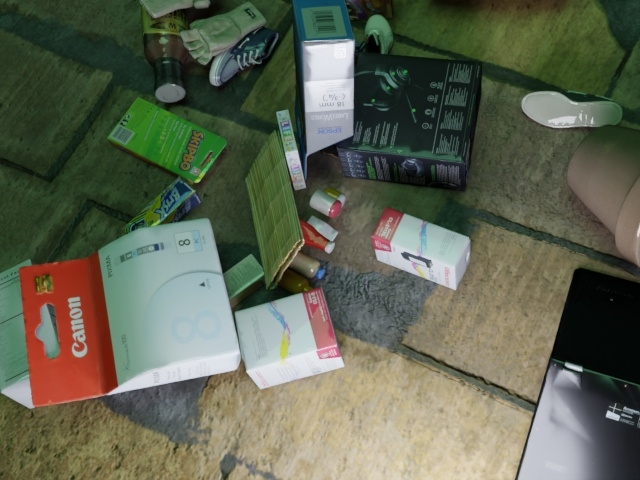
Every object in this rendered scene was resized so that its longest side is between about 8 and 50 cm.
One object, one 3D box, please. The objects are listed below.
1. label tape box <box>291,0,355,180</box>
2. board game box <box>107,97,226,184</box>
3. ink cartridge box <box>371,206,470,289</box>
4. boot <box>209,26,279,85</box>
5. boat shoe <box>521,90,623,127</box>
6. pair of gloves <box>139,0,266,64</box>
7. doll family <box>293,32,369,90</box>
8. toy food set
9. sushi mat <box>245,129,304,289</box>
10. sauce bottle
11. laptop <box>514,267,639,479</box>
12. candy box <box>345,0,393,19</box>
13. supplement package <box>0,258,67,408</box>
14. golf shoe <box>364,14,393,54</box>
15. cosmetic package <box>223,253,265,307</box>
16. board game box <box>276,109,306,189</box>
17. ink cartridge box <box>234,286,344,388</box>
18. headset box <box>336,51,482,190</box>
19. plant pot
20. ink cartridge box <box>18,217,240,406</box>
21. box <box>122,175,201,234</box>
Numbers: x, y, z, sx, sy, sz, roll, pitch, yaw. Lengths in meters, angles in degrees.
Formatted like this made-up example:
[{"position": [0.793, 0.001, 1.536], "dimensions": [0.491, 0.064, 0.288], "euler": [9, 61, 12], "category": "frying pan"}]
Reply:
[{"position": [0.003, -0.326, 1.778], "dimensions": [0.106, 0.333, 0.240], "euler": [-5, 46, -4], "category": "label tape box"}, {"position": [-0.340, -0.220, 1.969], "dimensions": [0.259, 0.039, 0.124], "euler": [26, 72, 22], "category": "board game box"}, {"position": [0.198, 0.016, 1.718], "dimensions": [0.175, 0.127, 0.072], "euler": [21, 71, 18], "category": "ink cartridge box"}, {"position": [-0.175, -0.424, 2.018], "dimensions": [0.086, 0.069, 0.190], "euler": [22, 69, 21], "category": "boot"}, {"position": [0.530, -0.278, 1.854], "dimensions": [0.206, 0.075, 0.065], "euler": [10, 24, 19], "category": "boat shoe"}, {"position": [-0.272, -0.522, 2.017], "dimensions": [0.240, 0.042, 0.204], "euler": [43, 62, 13], "category": "pair of gloves"}, {"position": [0.024, -0.394, 1.950], "dimensions": [0.193, 0.076, 0.111], "euler": [-46, 39, 24], "category": "doll family"}, {"position": [0.000, 0.000, 1.768], "dimensions": [0.104, 0.111, 0.232], "euler": [29, 75, 19], "category": "toy food set"}, {"position": [-0.095, -0.067, 1.773], "dimensions": [0.019, 0.151, 0.316], "euler": [11, 44, -27], "category": "sushi mat"}, {"position": [-0.360, -0.480, 2.055], "dimensions": [0.111, 0.111, 0.344], "euler": [-12, 65, 3], "category": "sauce bottle"}, {"position": [0.592, 0.300, 1.583], "dimensions": [0.382, 0.236, 0.407], "euler": [16, 97, 16], "category": "laptop"}, {"position": [0.071, -0.558, 2.020], "dimensions": [0.187, 0.109, 0.053], "euler": [1, 65, 10], "category": "candy box"}, {"position": [-0.580, 0.186, 1.761], "dimensions": [0.139, 0.134, 0.244], "euler": [-25, 64, -3], "category": "supplement package"}, {"position": [0.127, -0.449, 1.974], "dimensions": [0.069, 0.086, 0.176], "euler": [-4, 63, 9], "category": "golf shoe"}, {"position": [-0.167, 0.087, 1.793], "dimensions": [0.115, 0.041, 0.060], "euler": [-35, 64, -7], "category": "cosmetic package"}, {"position": [-0.061, -0.187, 1.841], "dimensions": [0.026, 0.154, 0.103], "euler": [-13, 64, 0], "category": "board game box"}, {"position": [-0.059, 0.189, 1.679], "dimensions": [0.176, 0.128, 0.127], "euler": [-16, 63, 1], "category": "ink cartridge box"}, {"position": [0.181, -0.251, 1.845], "dimensions": [0.283, 0.131, 0.246], "euler": [7, 67, 12], "category": "headset box"}, {"position": [0.602, -0.111, 1.666], "dimensions": [0.263, 0.263, 0.229], "euler": [-39, 49, -10], "category": "plant pot"}, {"position": [-0.370, 0.129, 1.679], "dimensions": [0.385, 0.091, 0.308], "euler": [-9, 60, -14], "category": "ink cartridge box"}, {"position": [-0.336, -0.054, 1.877], "dimensions": [0.054, 0.059, 0.169], "euler": [40, 77, 21], "category": "box"}]
